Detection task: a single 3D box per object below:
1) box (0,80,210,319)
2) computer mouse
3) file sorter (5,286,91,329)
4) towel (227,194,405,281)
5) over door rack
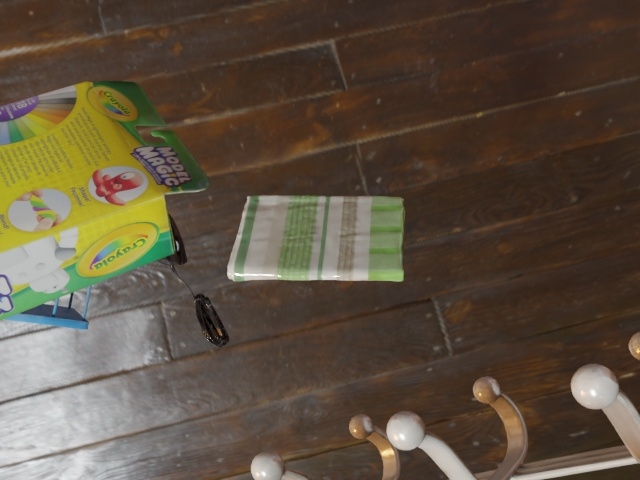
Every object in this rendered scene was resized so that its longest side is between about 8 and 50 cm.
[{"bbox_3d":[-0.149,-0.016,0.363,0.179,0.043,0.105,-23,50,-20],"label":"box"},{"bbox_3d":[-0.189,0.039,1.094,0.041,0.071,0.242,-37,78,12],"label":"computer mouse"},{"bbox_3d":[-0.402,0.051,1.069,0.170,0.118,0.104,12,90,-28],"label":"file sorter"},{"bbox_3d":[0.000,0.000,0.712,0.152,0.023,0.113,1,41,6],"label":"towel"},{"bbox_3d":[0.049,0.158,0.405,0.108,0.239,0.324,60,35,-7],"label":"over door rack"}]
